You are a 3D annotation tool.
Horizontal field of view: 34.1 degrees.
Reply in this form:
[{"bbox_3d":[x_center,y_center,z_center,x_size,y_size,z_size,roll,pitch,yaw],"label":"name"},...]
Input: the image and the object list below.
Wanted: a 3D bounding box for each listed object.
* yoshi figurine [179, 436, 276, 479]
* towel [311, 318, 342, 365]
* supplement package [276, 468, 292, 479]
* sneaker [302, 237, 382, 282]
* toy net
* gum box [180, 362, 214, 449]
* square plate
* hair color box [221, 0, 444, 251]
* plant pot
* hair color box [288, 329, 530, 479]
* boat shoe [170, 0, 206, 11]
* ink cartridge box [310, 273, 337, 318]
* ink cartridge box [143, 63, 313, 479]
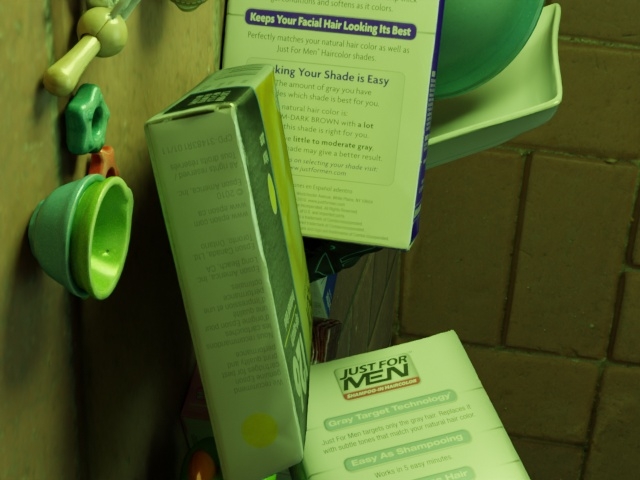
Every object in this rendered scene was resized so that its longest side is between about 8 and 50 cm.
[{"bbox_3d":[-0.076,0.341,0.830,0.203,0.203,0.362,112,-10,-54],"label":"yoshi figurine"},{"bbox_3d":[-0.016,0.288,1.624,0.237,0.037,0.329,26,73,-83],"label":"towel"},{"bbox_3d":[-0.016,0.383,1.145,0.199,0.198,0.263,68,30,-73],"label":"supplement package"},{"bbox_3d":[0.000,0.000,1.124,0.101,0.106,0.267,56,-14,11],"label":"sneaker"},{"bbox_3d":[-0.119,-0.081,0.603,0.122,0.045,0.232,40,58,-79],"label":"toy net"},{"bbox_3d":[-0.079,0.175,1.011,0.188,0.062,0.107,86,14,-50],"label":"gum box"},{"bbox_3d":[0.137,-0.164,1.286,0.049,0.344,0.347,62,23,-22],"label":"square plate"},{"bbox_3d":[0.013,-0.173,0.930,0.110,0.185,0.339,-44,141,-76],"label":"hair color box"},{"bbox_3d":[0.081,-0.299,1.099,0.255,0.271,0.272,0,97,-67],"label":"plant pot"},{"bbox_3d":[0.094,0.264,0.906,0.374,0.185,0.114,-112,-166,-45],"label":"hair color box"},{"bbox_3d":[-0.076,-0.251,0.727,0.072,0.068,0.190,117,-9,-80],"label":"boat shoe"},{"bbox_3d":[-0.010,0.026,1.401,0.207,0.046,0.097,76,23,-67],"label":"ink cartridge box"},{"bbox_3d":[-0.045,0.037,0.764,0.303,0.072,0.307,-90,168,-76],"label":"ink cartridge box"}]
